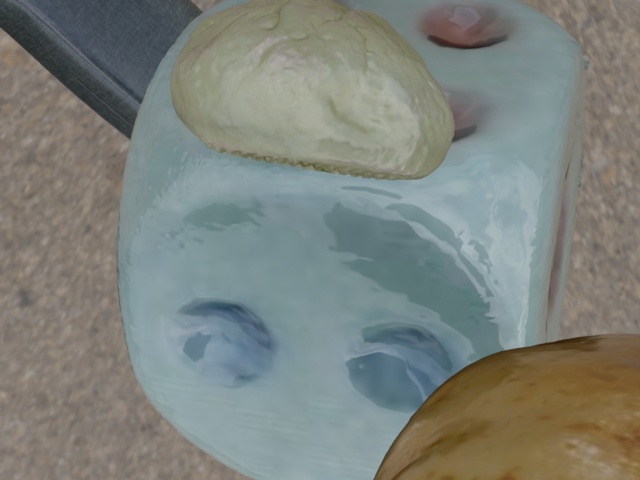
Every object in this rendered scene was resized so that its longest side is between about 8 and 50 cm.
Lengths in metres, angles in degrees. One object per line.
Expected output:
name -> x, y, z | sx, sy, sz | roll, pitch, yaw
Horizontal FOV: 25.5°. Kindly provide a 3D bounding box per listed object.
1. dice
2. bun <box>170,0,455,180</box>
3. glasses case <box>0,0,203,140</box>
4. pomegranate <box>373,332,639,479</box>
dice -> 0.030, -0.007, 0.940 | 0.263, 0.268, 0.264 | 7, 129, 13
bun -> -0.002, -0.062, 0.563 | 0.115, 0.115, 0.069 | 9, 93, 0
glasses case -> -0.172, -0.176, 1.289 | 0.323, 0.131, 0.074 | 41, 151, -20
pomegranate -> 0.092, 0.141, 0.401 | 0.248, 0.248, 0.248 | 1, 111, 3
